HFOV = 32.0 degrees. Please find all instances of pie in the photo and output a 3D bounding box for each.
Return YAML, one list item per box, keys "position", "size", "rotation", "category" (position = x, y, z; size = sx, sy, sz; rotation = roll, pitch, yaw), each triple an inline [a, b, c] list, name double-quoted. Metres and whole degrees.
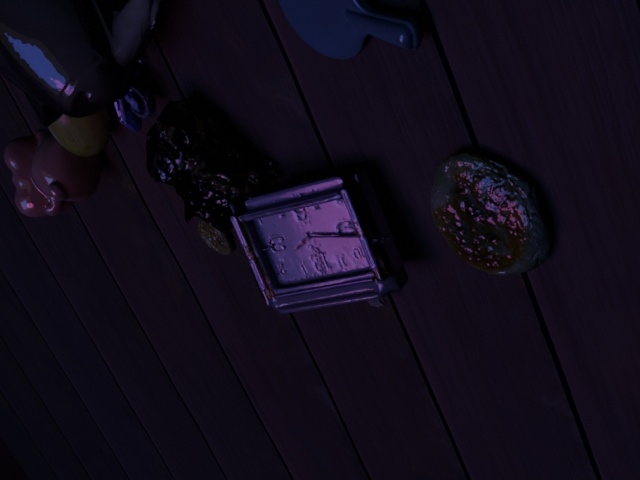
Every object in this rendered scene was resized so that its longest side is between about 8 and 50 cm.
- position: [-0.186, -0.009, 1.967]
  size: [0.084, 0.021, 0.084]
  rotation: [33, 149, 23]
  category: "pie"
- position: [0.214, -0.032, 1.440]
  size: [0.187, 0.041, 0.187]
  rotation: [32, 144, 27]
  category: "pie"

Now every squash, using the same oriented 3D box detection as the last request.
- position: [-0.429, -0.225, 1.942]
  size: [0.123, 0.123, 0.186]
  rotation: [15, 134, 42]
  category: "squash"

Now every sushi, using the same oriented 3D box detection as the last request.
- position: [-0.186, -0.116, 1.737]
  size: [0.212, 0.147, 0.115]
  rotation: [46, 147, 8]
  category: "sushi"

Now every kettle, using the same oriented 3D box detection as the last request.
- position: [-0.376, -0.354, 1.654]
  size: [0.321, 0.228, 0.324]
  rotation: [-43, 79, 20]
  category: "kettle"

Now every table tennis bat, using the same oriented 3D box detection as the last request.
- position: [0.030, -0.286, 1.399]
  size: [0.244, 0.040, 0.153]
  rotation: [26, 143, 38]
  category: "table tennis bat"

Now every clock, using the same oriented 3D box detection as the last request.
- position: [0.000, 0.000, 1.636]
  size: [0.253, 0.083, 0.186]
  rotation: [-11, 108, 37]
  category: "clock"

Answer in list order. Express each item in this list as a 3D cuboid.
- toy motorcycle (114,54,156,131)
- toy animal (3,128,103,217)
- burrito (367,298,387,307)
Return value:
- position: [-0.342, -0.278, 1.822]
  size: [0.205, 0.076, 0.114]
  rotation: [55, 150, -3]
  category: "toy motorcycle"
- position: [-0.505, -0.131, 2.102]
  size: [0.198, 0.171, 0.171]
  rotation: [-14, 113, 51]
  category: "toy animal"
- position: [0.052, 0.024, 1.696]
  size: [0.171, 0.042, 0.051]
  rotation: [58, 157, -11]
  category: "burrito"
